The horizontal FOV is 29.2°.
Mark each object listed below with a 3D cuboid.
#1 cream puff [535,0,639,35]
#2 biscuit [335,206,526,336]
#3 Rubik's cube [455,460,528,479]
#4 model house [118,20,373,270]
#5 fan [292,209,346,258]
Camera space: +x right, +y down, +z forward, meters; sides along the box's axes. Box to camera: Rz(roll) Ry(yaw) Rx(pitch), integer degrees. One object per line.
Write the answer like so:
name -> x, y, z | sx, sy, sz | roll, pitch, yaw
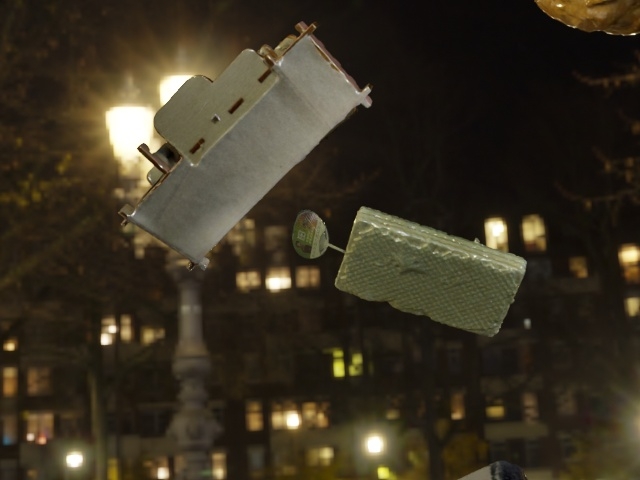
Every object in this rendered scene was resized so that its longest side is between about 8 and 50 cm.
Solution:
cream puff -> 0.438, -0.461, 1.774 | 0.343, 0.327, 0.231 | -32, -39, -10
biscuit -> 0.124, 0.038, 1.401 | 0.199, 0.040, 0.121 | 17, -48, 0
Rubik's cube -> 0.113, 0.433, 1.138 | 0.313, 0.318, 0.316 | -26, 2, 7
model house -> -0.089, -0.136, 1.510 | 0.326, 0.169, 0.244 | -44, 4, 14
fan -> -0.007, 0.003, 1.472 | 0.003, 0.080, 0.060 | -21, -23, -51
